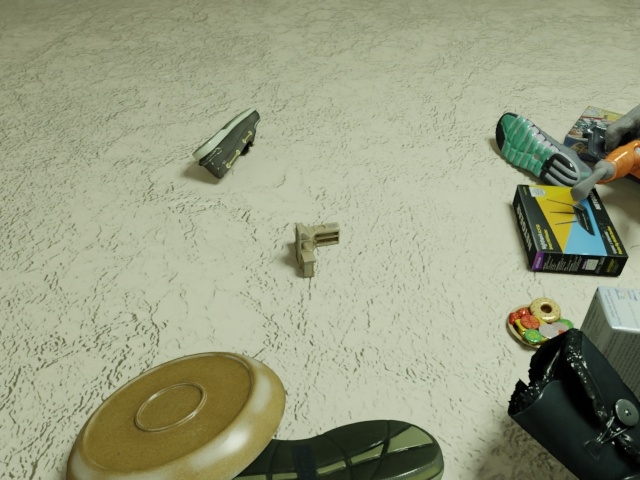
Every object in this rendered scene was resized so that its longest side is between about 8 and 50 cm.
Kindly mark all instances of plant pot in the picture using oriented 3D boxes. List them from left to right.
[{"bbox_3d":[-0.154,0.185,0.590,0.236,0.032,0.236,-13,21,5],"label":"plant pot"}]

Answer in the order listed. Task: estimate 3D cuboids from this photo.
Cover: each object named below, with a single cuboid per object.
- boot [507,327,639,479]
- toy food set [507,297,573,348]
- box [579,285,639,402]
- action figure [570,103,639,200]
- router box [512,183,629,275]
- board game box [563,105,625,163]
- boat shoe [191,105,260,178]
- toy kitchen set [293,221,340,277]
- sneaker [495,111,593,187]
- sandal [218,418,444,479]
[{"bbox_3d":[0.329,0.168,0.572,0.246,0.094,0.207,-33,77,-27],"label":"boot"},{"bbox_3d":[0.296,0.114,0.752,0.083,0.020,0.082,-9,40,-12],"label":"toy food set"},{"bbox_3d":[0.382,0.128,0.653,0.137,0.126,0.072,6,38,7],"label":"box"},{"bbox_3d":[0.597,-0.122,0.900,0.341,0.178,0.330,26,56,19],"label":"action figure"},{"bbox_3d":[0.393,-0.021,0.896,0.133,0.046,0.179,3,40,4],"label":"router box"},{"bbox_3d":[0.625,-0.188,1.102,0.243,0.042,0.165,25,45,27],"label":"board game box"},{"bbox_3d":[-0.170,-0.195,1.098,0.081,0.068,0.228,-26,20,34],"label":"boat shoe"},{"bbox_3d":[0.000,0.000,0.854,0.075,0.068,0.083,-9,40,-10],"label":"toy kitchen set"},{"bbox_3d":[0.428,-0.166,1.068,0.098,0.083,0.223,1,42,-29],"label":"sneaker"},{"bbox_3d":[-0.030,0.247,0.530,0.303,0.086,0.120,-7,20,1],"label":"sandal"}]
